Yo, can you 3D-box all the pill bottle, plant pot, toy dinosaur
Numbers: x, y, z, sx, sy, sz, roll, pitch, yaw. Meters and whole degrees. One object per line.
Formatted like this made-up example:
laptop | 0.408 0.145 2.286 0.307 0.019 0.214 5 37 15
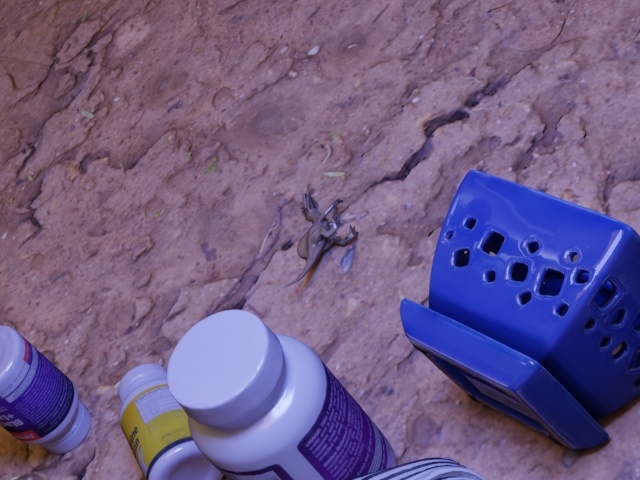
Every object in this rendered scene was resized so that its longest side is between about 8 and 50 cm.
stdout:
pill bottle | -0.045 0.210 1.555 0.169 0.301 0.169 -17 47 19
pill bottle | -0.396 0.209 1.857 0.108 0.193 0.108 -18 47 20
plant pot | 0.245 0.088 1.537 0.236 0.236 0.212 25 76 44
toy dinosaur | 0.000 0.000 1.903 0.093 0.053 0.183 -29 34 30
pill bottle | -0.198 0.244 1.768 0.103 0.103 0.184 -37 43 0

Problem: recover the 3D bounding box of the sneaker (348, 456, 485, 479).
sneaker | 0.019 0.405 1.423 0.447 0.169 0.257 -46 4 0
